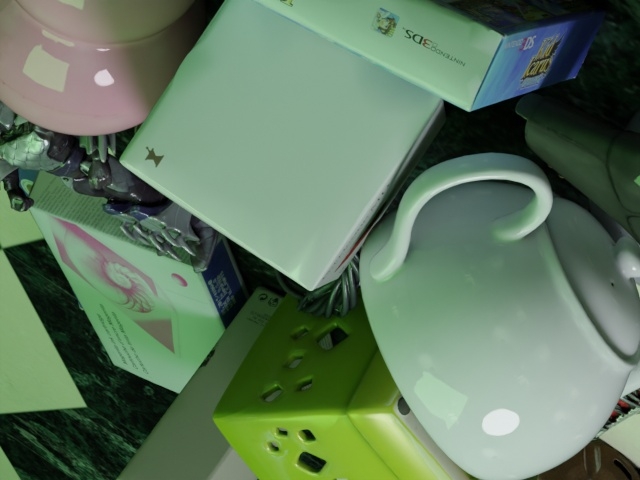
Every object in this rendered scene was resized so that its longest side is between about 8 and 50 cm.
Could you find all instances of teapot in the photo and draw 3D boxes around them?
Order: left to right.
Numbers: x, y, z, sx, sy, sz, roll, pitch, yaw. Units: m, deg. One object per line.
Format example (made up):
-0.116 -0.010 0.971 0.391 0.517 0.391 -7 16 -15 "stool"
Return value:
0.159 0.048 1.518 0.187 0.256 0.252 -29 90 20 "teapot"

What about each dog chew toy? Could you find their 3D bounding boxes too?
-0.180 -0.232 1.617 0.206 0.206 0.332 33 147 5 "dog chew toy"

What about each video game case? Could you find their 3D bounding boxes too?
0.050 -0.178 1.384 0.244 0.061 0.269 27 -162 16 "video game case"

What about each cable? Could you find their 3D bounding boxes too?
0.000 0.000 1.882 0.150 0.047 0.184 46 144 34 "cable"

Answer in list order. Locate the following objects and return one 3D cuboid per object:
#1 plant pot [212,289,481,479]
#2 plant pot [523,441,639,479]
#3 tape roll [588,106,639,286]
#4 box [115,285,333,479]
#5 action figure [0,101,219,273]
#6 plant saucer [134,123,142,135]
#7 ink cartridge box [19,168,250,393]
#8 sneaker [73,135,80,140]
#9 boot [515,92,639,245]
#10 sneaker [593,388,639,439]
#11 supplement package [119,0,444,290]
0.072 0.158 1.939 0.207 0.228 0.227 -8 131 45 "plant pot"
0.245 0.290 2.031 0.167 0.167 0.165 36 146 0 "plant pot"
0.316 -0.015 1.514 0.219 0.072 0.219 28 154 15 "tape roll"
-0.096 0.192 2.126 0.094 0.275 0.113 26 153 23 "box"
-0.226 -0.068 1.892 0.285 0.099 0.185 30 160 -35 "action figure"
-0.108 -0.076 1.973 0.168 0.029 0.168 28 154 15 "plant saucer"
-0.215 0.059 2.288 0.330 0.071 0.324 19 150 29 "ink cartridge box"
-0.243 -0.134 1.975 0.163 0.086 0.226 18 151 32 "sneaker"
0.222 -0.035 1.426 0.137 0.077 0.198 26 159 30 "boot"
0.266 0.143 1.816 0.088 0.093 0.225 44 153 -16 "sneaker"
-0.019 -0.080 1.559 0.175 0.177 0.293 35 -177 3 "supplement package"
